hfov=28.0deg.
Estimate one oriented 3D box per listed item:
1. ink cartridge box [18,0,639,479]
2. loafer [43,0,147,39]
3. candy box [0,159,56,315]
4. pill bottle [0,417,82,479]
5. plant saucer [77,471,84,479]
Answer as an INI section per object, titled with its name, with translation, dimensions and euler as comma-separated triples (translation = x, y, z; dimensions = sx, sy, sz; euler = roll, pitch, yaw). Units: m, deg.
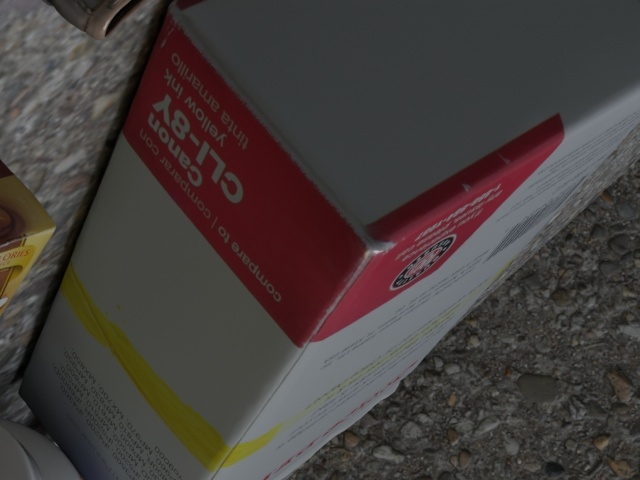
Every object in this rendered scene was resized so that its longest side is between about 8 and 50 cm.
[ink cartridge box]
translation = 0.000, 0.000, 0.782
dimensions = 0.279, 0.160, 0.384
euler = -31, 163, -38
[loafer]
translation = -0.053, -0.118, 0.510
dimensions = 0.125, 0.039, 0.045
euler = -36, 165, -26
[candy box]
translation = -0.208, 0.049, 0.577
dimensions = 0.109, 0.053, 0.186
euler = -23, 156, -53
[pill bottle]
translation = -0.212, 0.200, 0.813
dimensions = 0.152, 0.152, 0.272
euler = -38, 162, -18
[plant saucer]
translation = -0.124, 0.132, 1.011
dimensions = 0.200, 0.037, 0.200
euler = -56, 169, -17
